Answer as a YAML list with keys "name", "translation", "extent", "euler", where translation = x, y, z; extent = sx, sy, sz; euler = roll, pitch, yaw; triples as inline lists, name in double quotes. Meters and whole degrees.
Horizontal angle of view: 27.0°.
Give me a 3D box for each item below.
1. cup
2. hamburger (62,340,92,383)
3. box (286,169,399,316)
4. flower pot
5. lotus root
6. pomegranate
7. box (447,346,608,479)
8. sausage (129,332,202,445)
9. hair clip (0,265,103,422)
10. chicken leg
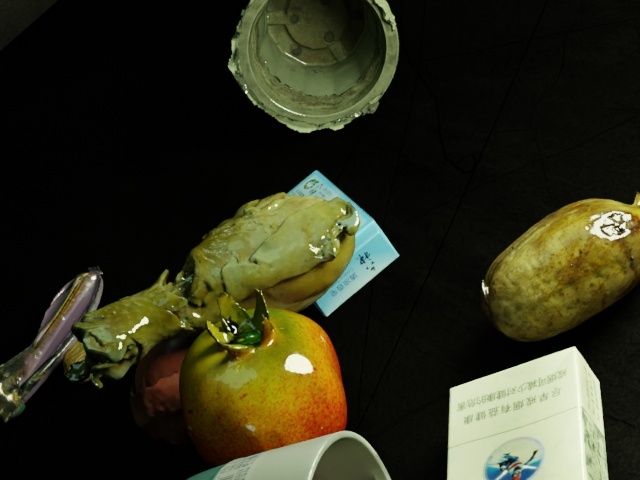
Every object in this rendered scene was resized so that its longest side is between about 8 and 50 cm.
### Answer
- name: "cup"
  translation: [-0.030, 0.330, 1.473]
  extent: [0.257, 0.219, 0.289]
  euler: [-19, 6, 29]
- name: "hamburger"
  translation: [-0.381, 0.194, 2.142]
  extent: [0.076, 0.044, 0.083]
  euler: [-39, 33, -6]
- name: "box"
  translation: [0.000, 0.000, 1.980]
  extent: [0.142, 0.083, 0.232]
  euler: [-40, 30, -3]
- name: "flower pot"
  translation: [-0.011, -0.364, 2.319]
  extent: [0.290, 0.290, 0.259]
  euler: [-30, 21, 12]
- name: "lotus root"
  translation: [0.308, 0.024, 1.594]
  extent: [0.260, 0.128, 0.145]
  euler: [-32, 22, 6]
- name: "pomegranate"
  translation: [-0.076, 0.177, 1.654]
  extent: [0.220, 0.257, 0.221]
  euler: [-10, 31, 6]
- name: "box"
  translation: [0.223, 0.247, 1.438]
  extent: [0.164, 0.069, 0.256]
  euler: [-22, 33, 23]
- name: "sausage"
  translation: [-0.166, 0.160, 1.871]
  extent: [0.152, 0.152, 0.280]
  euler: [-10, 39, 38]
- name: "hair clip"
  translation: [-0.463, 0.167, 2.254]
  extent: [0.359, 0.095, 0.110]
  euler: [-54, -1, -41]
- name: "chicken leg"
  translation: [-0.146, 0.067, 1.761]
  extent: [0.429, 0.153, 0.201]
  euler: [-27, 35, -17]
